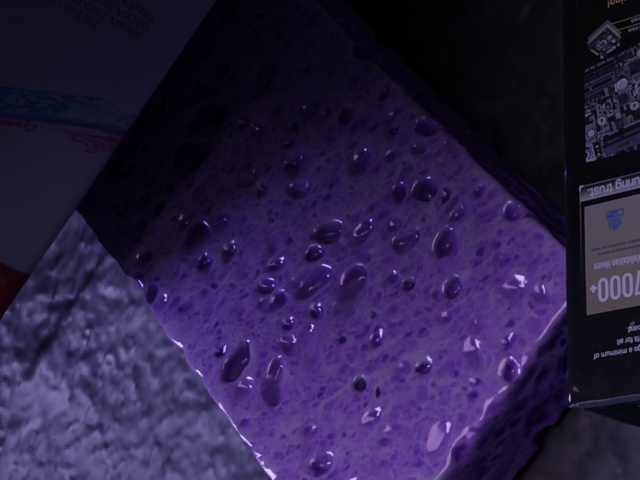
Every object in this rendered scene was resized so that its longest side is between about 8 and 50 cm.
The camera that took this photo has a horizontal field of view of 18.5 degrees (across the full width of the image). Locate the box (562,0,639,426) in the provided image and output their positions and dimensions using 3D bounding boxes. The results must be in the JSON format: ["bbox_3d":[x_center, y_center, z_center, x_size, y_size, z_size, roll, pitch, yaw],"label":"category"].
[{"bbox_3d":[0.150,-0.037,0.452,0.180,0.077,0.147,-15,67,41],"label":"box"}]

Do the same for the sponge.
[{"bbox_3d":[0.000,0.000,0.618,0.117,0.031,0.210,-55,46,15],"label":"sponge"}]

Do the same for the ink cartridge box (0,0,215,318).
[{"bbox_3d":[-0.095,-0.069,0.655,0.175,0.072,0.127,-52,17,27],"label":"ink cartridge box"}]
